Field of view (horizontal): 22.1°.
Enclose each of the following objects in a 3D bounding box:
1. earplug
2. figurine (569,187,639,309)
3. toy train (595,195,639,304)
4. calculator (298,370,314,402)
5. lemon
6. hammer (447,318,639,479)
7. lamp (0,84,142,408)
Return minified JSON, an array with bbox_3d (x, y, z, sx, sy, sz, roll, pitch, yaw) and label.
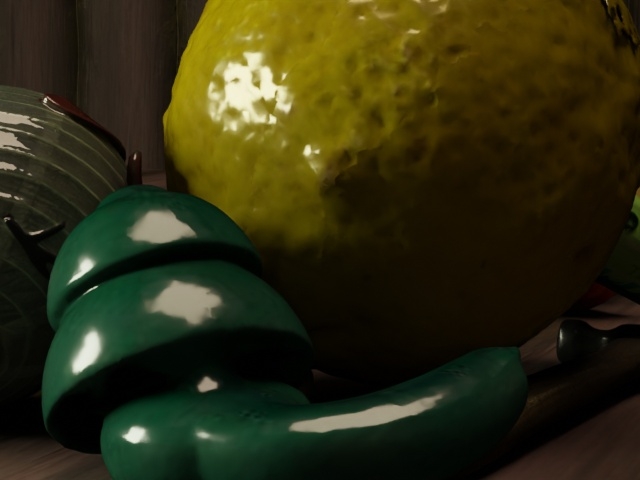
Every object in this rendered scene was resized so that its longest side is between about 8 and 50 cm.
[{"bbox_3d":[-0.050,0.062,0.968,0.257,0.280,0.164,-40,-31,21],"label":"earplug"},{"bbox_3d":[0.245,-0.013,1.699,0.208,0.181,0.257,36,30,23],"label":"figurine"},{"bbox_3d":[0.275,0.019,1.351,0.253,0.105,0.157,28,-13,-14],"label":"toy train"},{"bbox_3d":[-0.105,0.096,1.233,0.184,0.042,0.295,-1,9,-15],"label":"calculator"},{"bbox_3d":[0.055,-0.067,1.174,0.350,0.387,0.350,28,-23,13],"label":"lemon"},{"bbox_3d":[0.172,0.107,1.166,0.168,0.044,0.440,3,7,31],"label":"hammer"},{"bbox_3d":[-0.245,0.002,1.135,0.233,0.233,0.265,-7,-30,-51],"label":"lamp"}]
